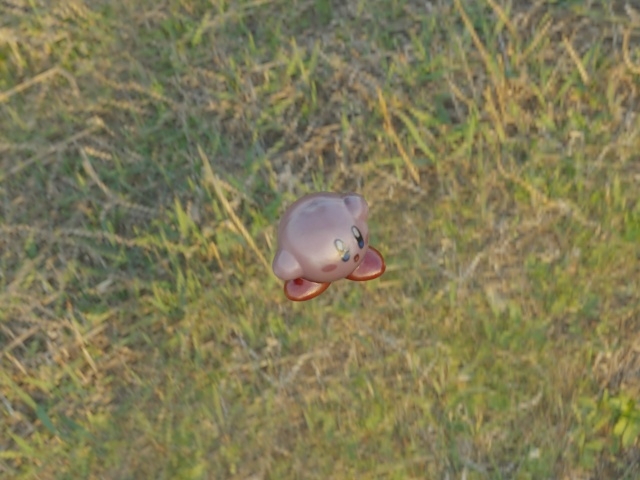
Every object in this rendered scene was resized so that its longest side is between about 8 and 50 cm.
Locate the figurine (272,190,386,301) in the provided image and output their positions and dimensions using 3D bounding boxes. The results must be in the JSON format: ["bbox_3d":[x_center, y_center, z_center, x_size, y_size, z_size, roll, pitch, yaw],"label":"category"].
[{"bbox_3d":[0.000,0.000,0.930,0.083,0.071,0.067,-30,47,-15],"label":"figurine"}]
